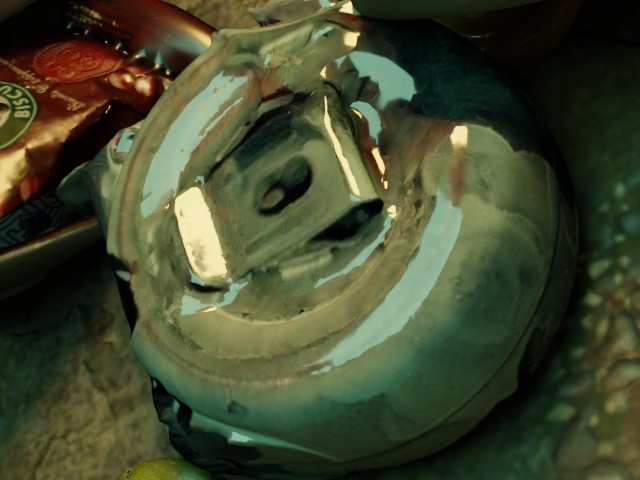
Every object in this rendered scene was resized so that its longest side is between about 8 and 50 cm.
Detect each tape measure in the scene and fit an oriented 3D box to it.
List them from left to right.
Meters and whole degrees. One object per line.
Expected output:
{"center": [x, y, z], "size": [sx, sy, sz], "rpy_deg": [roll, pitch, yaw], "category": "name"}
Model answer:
{"center": [0.000, 0.000, 0.943], "size": [0.275, 0.147, 0.256], "rpy_deg": [-32, 59, 16], "category": "tape measure"}

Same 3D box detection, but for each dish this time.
{"center": [-0.260, -0.025, 1.112], "size": [0.243, 0.182, 0.080], "rpy_deg": [34, 131, 33], "category": "dish"}

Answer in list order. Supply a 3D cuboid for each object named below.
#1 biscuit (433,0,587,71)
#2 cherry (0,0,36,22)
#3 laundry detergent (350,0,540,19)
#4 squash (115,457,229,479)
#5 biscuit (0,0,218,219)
{"center": [0.081, -0.197, 1.040], "size": [0.320, 0.047, 0.183], "rpy_deg": [17, 77, 34], "category": "biscuit"}
{"center": [-0.275, -0.299, 1.119], "size": [0.291, 0.335, 0.326], "rpy_deg": [-10, 83, 4], "category": "cherry"}
{"center": [0.195, -0.253, 0.906], "size": [0.398, 0.124, 0.264], "rpy_deg": [-10, 46, 3], "category": "laundry detergent"}
{"center": [0.000, 0.212, 0.894], "size": [0.341, 0.094, 0.094], "rpy_deg": [28, 86, 34], "category": "squash"}
{"center": [-0.184, -0.088, 1.089], "size": [0.235, 0.063, 0.151], "rpy_deg": [-31, 45, -31], "category": "biscuit"}
